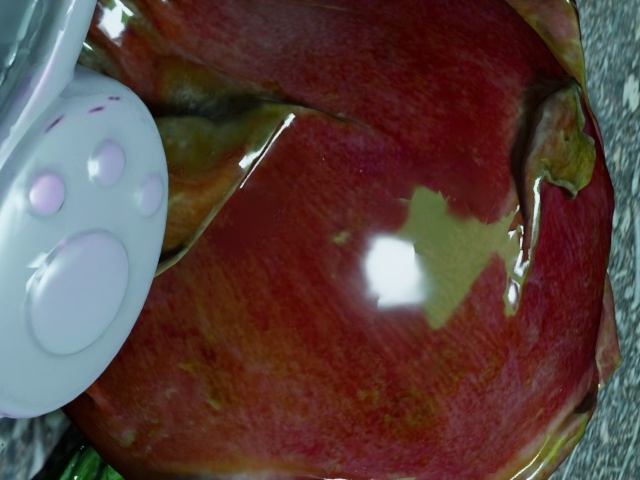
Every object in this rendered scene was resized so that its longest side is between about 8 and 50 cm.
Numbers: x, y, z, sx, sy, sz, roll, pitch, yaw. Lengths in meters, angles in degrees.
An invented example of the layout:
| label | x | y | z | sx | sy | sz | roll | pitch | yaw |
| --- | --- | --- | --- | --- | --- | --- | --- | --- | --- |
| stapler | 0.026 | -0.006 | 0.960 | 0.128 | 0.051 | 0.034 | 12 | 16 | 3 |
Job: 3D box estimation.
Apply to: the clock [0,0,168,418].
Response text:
| label | x | y | z | sx | sy | sz | roll | pitch | yaw |
| --- | --- | --- | --- | --- | --- | --- | --- | --- | --- |
| clock | -0.157 | -0.094 | 0.430 | 0.295 | 0.113 | 0.322 | -14 | 118 | -49 |

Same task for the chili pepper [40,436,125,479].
| label | x | y | z | sx | sy | sz | roll | pitch | yaw |
| --- | --- | --- | --- | --- | --- | --- | --- | --- | --- |
| chili pepper | -0.094 | 0.100 | 0.796 | 0.091 | 0.030 | 0.034 | -48 | 169 | -38 |

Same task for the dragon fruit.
| label | x | y | z | sx | sy | sz | roll | pitch | yaw |
| --- | --- | --- | --- | --- | --- | --- | --- | --- | --- |
| dragon fruit | -0.001 | -0.003 | 0.708 | 0.250 | 0.250 | 0.315 | -44 | 125 | -45 |
